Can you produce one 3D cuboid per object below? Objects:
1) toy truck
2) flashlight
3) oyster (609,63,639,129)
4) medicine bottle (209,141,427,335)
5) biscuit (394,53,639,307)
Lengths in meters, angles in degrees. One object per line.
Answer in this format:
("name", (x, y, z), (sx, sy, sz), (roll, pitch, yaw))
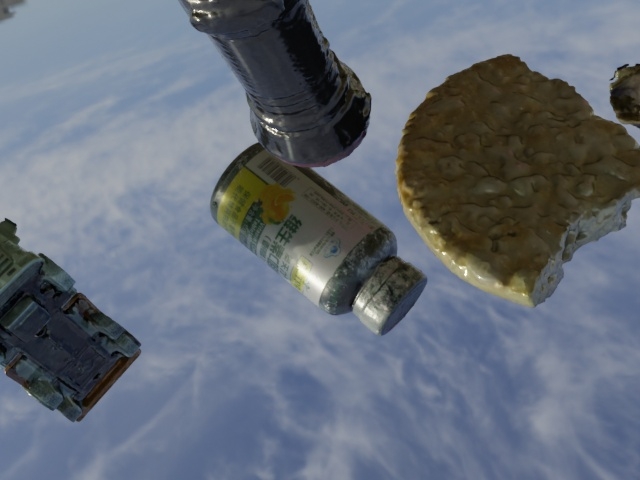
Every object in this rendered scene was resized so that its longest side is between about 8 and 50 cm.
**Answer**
("toy truck", (-0.349, 0.095, 1.012), (0.162, 0.305, 0.136), (33, -108, 24))
("flashlight", (-0.028, -0.122, 0.535), (0.093, 0.092, 0.232), (-4, 163, 12))
("oyster", (0.530, -0.145, 1.153), (0.295, 0.166, 0.094), (20, -135, 6))
("medicine bottle", (0.000, 0.000, 1.119), (0.293, 0.141, 0.141), (38, -132, 16))
("biscuit", (0.151, -0.054, 0.624), (0.188, 0.040, 0.265), (7, -133, 8))
